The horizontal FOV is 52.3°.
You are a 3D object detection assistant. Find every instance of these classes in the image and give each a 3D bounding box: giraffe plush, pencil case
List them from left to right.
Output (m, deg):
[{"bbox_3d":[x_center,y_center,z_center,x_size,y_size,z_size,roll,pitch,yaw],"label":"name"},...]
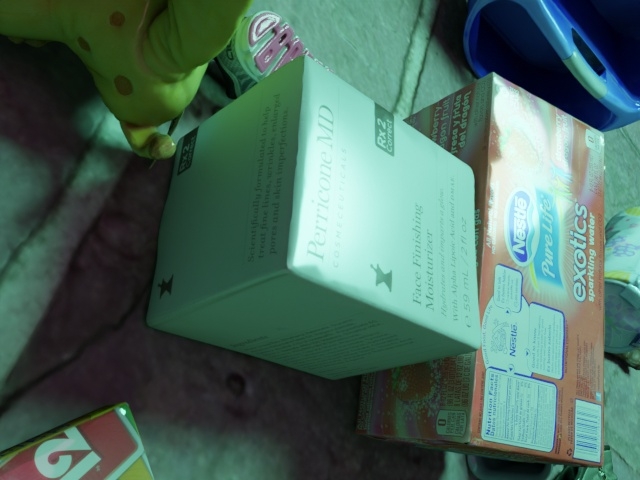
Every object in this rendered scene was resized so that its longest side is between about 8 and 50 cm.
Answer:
[{"bbox_3d":[-0.139,-0.164,0.398,0.170,0.210,0.181,24,21,-21],"label":"giraffe plush"},{"bbox_3d":[0.437,0.045,0.931,0.113,0.124,0.273,32,37,19],"label":"pencil case"}]

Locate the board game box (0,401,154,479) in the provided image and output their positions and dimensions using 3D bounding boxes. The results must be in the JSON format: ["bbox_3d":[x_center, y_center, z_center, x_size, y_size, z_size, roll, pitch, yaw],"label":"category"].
[{"bbox_3d":[-0.185,0.182,0.298,0.259,0.039,0.124,-18,87,-45],"label":"board game box"}]

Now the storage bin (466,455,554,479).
[{"bbox_3d":[0.212,0.175,0.669,0.091,0.098,0.135,19,67,-52],"label":"storage bin"}]

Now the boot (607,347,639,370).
[{"bbox_3d":[0.450,0.131,0.978,0.114,0.037,0.106,28,54,-31],"label":"boot"}]

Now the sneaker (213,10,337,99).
[{"bbox_3d":[-0.037,-0.132,0.552,0.170,0.075,0.063,39,74,-56],"label":"sneaker"}]

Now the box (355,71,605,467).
[{"bbox_3d":[0.143,0.033,0.574,0.154,0.142,0.300,18,70,-29],"label":"box"}]

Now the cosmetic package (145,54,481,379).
[{"bbox_3d":[0.000,0.000,0.470,0.183,0.151,0.151,25,57,-38],"label":"cosmetic package"}]

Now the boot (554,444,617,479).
[{"bbox_3d":[0.294,0.339,0.714,0.246,0.083,0.161,-21,83,-54],"label":"boot"}]

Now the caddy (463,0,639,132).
[{"bbox_3d":[0.341,-0.274,0.871,0.341,0.241,0.179,30,49,-35],"label":"caddy"}]
